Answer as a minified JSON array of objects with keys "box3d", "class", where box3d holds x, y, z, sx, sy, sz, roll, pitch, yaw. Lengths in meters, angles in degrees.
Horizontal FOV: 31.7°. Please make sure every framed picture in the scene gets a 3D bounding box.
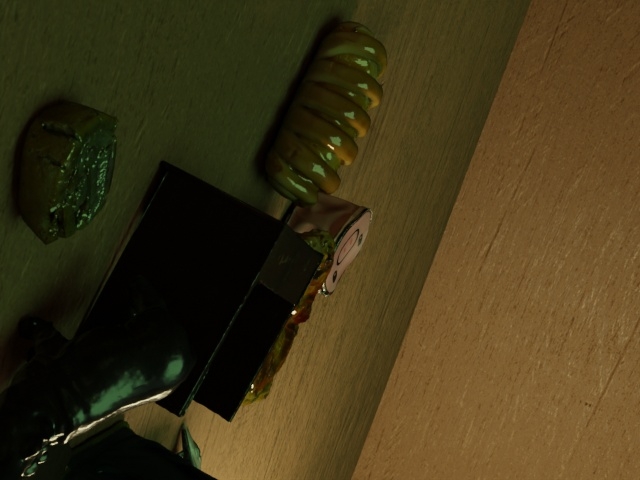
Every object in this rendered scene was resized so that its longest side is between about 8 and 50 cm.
[{"box3d":[-0.378,0.324,1.466,0.128,0.023,0.168,88,19,-57],"class":"framed picture"}]

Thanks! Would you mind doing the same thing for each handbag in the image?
[{"box3d":[0.001,0.000,2.101,0.205,0.116,0.179,-56,163,-33],"class":"handbag"},{"box3d":[-0.267,0.422,1.640,0.263,0.241,0.222,-23,136,-65],"class":"handbag"}]

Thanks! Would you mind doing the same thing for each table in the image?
[{"box3d":[-0.165,0.080,1.555,0.282,0.196,0.250,-62,165,-3],"class":"table"}]

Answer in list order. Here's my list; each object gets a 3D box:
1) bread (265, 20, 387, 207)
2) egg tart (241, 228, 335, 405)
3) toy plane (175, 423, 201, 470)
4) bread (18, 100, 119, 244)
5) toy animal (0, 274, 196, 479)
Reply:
[{"box3d":[0.019,-0.205,1.839,0.311,0.121,0.173,-65,164,-3],"class":"bread"},{"box3d":[-0.102,0.110,1.862,0.351,0.153,0.340,-24,138,-67],"class":"egg tart"},{"box3d":[-0.232,0.444,2.037,0.082,0.160,0.234,-30,112,-20],"class":"toy plane"},{"box3d":[-0.268,-0.072,1.205,0.117,0.064,0.156,-44,153,-50],"class":"bread"},{"box3d":[-0.303,0.177,1.299,0.343,0.168,0.106,-36,152,-33],"class":"toy animal"}]
